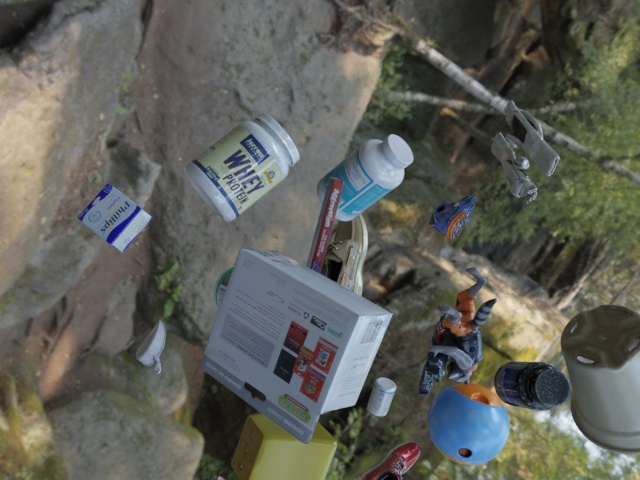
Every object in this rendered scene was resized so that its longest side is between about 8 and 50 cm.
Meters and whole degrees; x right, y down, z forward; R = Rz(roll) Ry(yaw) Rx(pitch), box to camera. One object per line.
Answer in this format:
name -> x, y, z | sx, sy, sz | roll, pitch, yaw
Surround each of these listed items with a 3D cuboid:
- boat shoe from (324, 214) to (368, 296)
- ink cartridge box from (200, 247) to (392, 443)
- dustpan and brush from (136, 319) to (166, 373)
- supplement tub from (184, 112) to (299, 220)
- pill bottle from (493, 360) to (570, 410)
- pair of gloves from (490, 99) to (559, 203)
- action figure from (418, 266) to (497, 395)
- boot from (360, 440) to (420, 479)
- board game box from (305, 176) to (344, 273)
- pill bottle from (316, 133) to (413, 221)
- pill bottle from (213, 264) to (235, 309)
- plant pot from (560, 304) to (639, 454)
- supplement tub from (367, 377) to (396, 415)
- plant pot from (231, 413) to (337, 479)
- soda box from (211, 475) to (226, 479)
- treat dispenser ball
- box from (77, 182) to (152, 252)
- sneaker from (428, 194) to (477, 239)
boat shoe -> 0.071, 0.049, 2.013 | 0.122, 0.110, 0.340 | -28, -127, 52
ink cartridge box -> -0.059, 0.198, 1.262 | 0.130, 0.310, 0.271 | 7, 108, -56
dustpan and brush -> -0.546, 0.370, 2.084 | 0.147, 0.060, 0.211 | -52, -160, 8
supplement tub -> -0.255, -0.243, 2.099 | 0.325, 0.235, 0.235 | -41, 167, -11
pill bottle -> 0.543, 0.372, 1.639 | 0.122, 0.123, 0.219 | -49, 180, -12
pair of gloves -> 0.493, -0.212, 1.586 | 0.042, 0.204, 0.240 | -19, 158, -9
action figure -> 0.391, 0.293, 1.797 | 0.341, 0.179, 0.330 | -58, 149, -47
boot -> 0.264, 0.763, 2.138 | 0.244, 0.088, 0.176 | -30, 175, -24
board game box -> 0.000, 0.000, 1.404 | 0.145, 0.027, 0.281 | -115, -140, -81
pill bottle -> 0.123, -0.172, 1.712 | 0.264, 0.146, 0.146 | -36, 180, 37
pill bottle -> -0.212, 0.231, 2.387 | 0.204, 0.361, 0.204 | -25, 124, -44
plant pot -> 0.809, 0.351, 1.738 | 0.334, 0.305, 0.333 | -25, -150, 16
supplement tub -> 0.198, 0.504, 2.061 | 0.071, 0.071, 0.107 | -30, 140, -62
plant pot -> -0.110, 0.566, 1.671 | 0.212, 0.187, 0.212 | 19, -92, 66
soda box -> -0.184, 0.697, 1.583 | 0.092, 0.263, 0.083 | -47, -165, 25
treat dispenser ball -> 0.532, 0.660, 2.302 | 0.288, 0.288, 0.288 | -49, 169, -13
box -> -0.546, -0.060, 1.695 | 0.126, 0.137, 0.072 | -52, 161, -11
sneaker -> 0.357, -0.078, 1.709 | 0.221, 0.087, 0.083 | -34, 143, -56
